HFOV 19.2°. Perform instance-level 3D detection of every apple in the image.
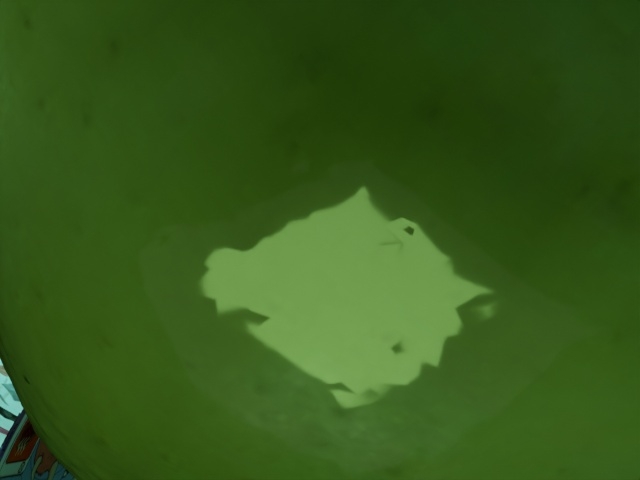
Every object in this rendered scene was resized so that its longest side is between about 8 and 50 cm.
[{"bbox_3d":[0.055,-0.081,0.748,0.473,0.474,0.474,24,158,10],"label":"apple"}]

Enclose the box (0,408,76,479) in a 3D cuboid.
[{"bbox_3d":[-0.113,0.197,1.762,0.257,0.319,0.348,34,159,-18],"label":"box"}]
